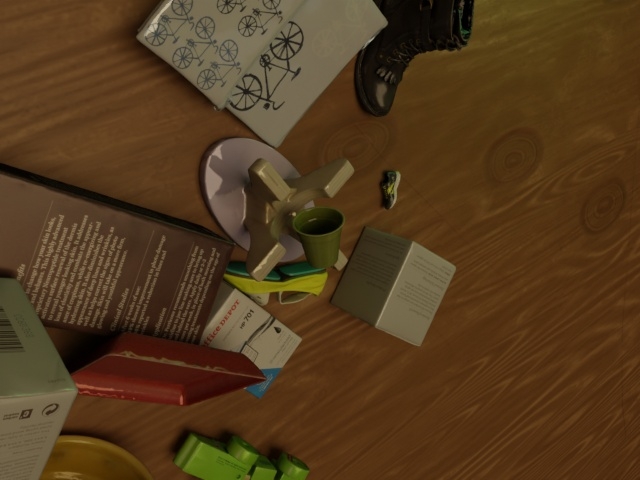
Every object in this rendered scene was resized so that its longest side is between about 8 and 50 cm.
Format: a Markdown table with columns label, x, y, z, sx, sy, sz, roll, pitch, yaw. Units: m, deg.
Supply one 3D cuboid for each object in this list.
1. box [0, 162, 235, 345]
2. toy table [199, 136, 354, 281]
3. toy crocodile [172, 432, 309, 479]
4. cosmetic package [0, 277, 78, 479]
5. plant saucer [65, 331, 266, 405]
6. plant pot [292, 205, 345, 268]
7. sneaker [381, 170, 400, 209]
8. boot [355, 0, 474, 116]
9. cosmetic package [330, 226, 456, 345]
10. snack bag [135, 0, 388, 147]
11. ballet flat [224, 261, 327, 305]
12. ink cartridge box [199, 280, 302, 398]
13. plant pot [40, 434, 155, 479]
| label | x | y | z | sx | sy | sz | roll | pitch | yaw |
| --- | --- | --- | --- | --- | --- | --- | --- | --- | --- |
| box | -0.340 | 0.029 | 0.861 | 0.381 | 0.143 | 0.191 | 20 | 91 | -39 |
| toy table | -0.072 | -0.053 | 1.012 | 0.274 | 0.161 | 0.252 | 36 | 82 | -37 |
| toy crocodile | -0.137 | 0.457 | 1.149 | 0.341 | 0.105 | 0.115 | 32 | 84 | -32 |
| cosmetic package | -0.448 | 0.253 | 0.677 | 0.156 | 0.217 | 0.385 | 8 | 115 | -50 |
| plant saucer | -0.260 | 0.207 | 0.926 | 0.259 | 0.258 | 0.047 | 19 | 57 | -37 |
| plant pot | 0.000 | 0.000 | 0.937 | 0.083 | 0.083 | 0.079 | -27 | 132 | -26 |
| sneaker | 0.141 | -0.107 | 1.230 | 0.035 | 0.031 | 0.083 | 9 | 93 | -23 |
| boot | 0.172 | -0.353 | 1.056 | 0.091 | 0.229 | 0.262 | -2 | 104 | -35 |
| cosmetic package | 0.149 | 0.093 | 1.210 | 0.151 | 0.151 | 0.183 | 27 | 87 | -37 |
| snack bag | -0.068 | -0.335 | 0.930 | 0.323 | 0.037 | 0.342 | -48 | 140 | 3 |
| ballet flat | -0.086 | 0.083 | 1.093 | 0.231 | 0.077 | 0.077 | 1 | 109 | -37 |
| ink cartridge box | -0.150 | 0.179 | 1.068 | 0.191 | 0.082 | 0.139 | 43 | 77 | -36 |
| plant pot | -0.399 | 0.472 | 0.885 | 0.254 | 0.254 | 0.239 | 12 | 110 | -36 |
